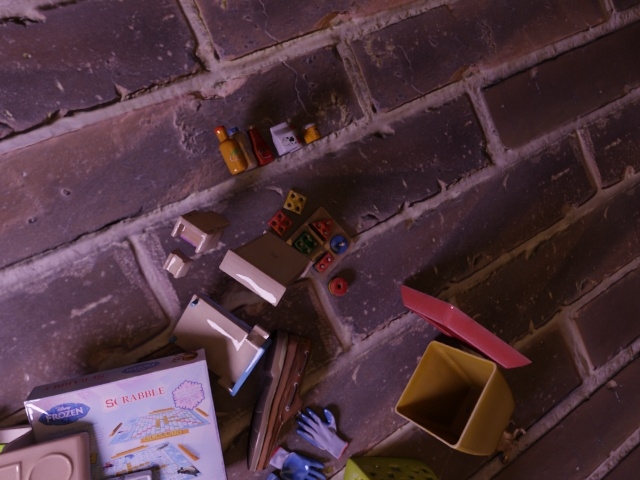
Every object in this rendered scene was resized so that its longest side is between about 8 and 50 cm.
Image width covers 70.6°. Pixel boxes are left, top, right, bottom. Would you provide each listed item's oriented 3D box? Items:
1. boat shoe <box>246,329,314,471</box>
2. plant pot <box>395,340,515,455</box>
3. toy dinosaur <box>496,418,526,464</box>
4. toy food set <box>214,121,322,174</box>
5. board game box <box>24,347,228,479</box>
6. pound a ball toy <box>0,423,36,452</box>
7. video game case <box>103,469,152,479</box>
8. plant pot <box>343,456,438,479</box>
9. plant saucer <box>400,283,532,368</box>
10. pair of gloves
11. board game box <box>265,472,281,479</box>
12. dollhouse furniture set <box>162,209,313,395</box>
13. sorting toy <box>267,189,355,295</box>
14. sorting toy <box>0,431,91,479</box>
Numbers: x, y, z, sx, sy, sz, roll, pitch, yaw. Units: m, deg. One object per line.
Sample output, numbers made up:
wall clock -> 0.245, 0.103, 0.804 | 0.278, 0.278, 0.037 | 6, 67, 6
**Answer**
boat shoe -> -0.085, 0.362, 1.013 | 0.104, 0.110, 0.307 | 16, 82, -18
plant pot -> 0.357, 0.412, 1.134 | 0.187, 0.212, 0.212 | 41, 74, -27
toy dinosaur -> 0.517, 0.540, 1.257 | 0.092, 0.053, 0.183 | -21, 95, -19
toy food set -> -0.122, -0.236, 1.027 | 0.232, 0.111, 0.105 | -27, 97, -17
board game box -> -0.361, 0.403, 0.890 | 0.318, 0.066, 0.318 | -9, 102, -16
pound a ball toy -> -0.611, 0.468, 0.820 | 0.208, 0.136, 0.319 | -7, 88, 2
video game case -> -0.400, 0.541, 0.855 | 0.173, 0.022, 0.191 | -6, 102, -16
plant pot -> 0.182, 0.656, 1.047 | 0.227, 0.207, 0.228 | 11, 82, -19
plant saucer -> 0.332, 0.212, 1.100 | 0.258, 0.259, 0.048 | 35, 86, -15
pair of gloves -> -0.023, 0.500, 1.076 | 0.159, 0.023, 0.198 | 43, 75, -13
board game box -> -0.129, 0.648, 1.000 | 0.201, 0.035, 0.136 | -45, 103, -30
dollhouse furniture set -> -0.209, 0.128, 1.005 | 0.286, 0.198, 0.303 | 34, 108, 6
sorting toy -> 0.000, 0.000, 1.097 | 0.132, 0.046, 0.274 | -46, 102, -17
sorting toy -> -0.493, 0.439, 0.749 | 0.208, 0.038, 0.193 | 0, 85, -43
